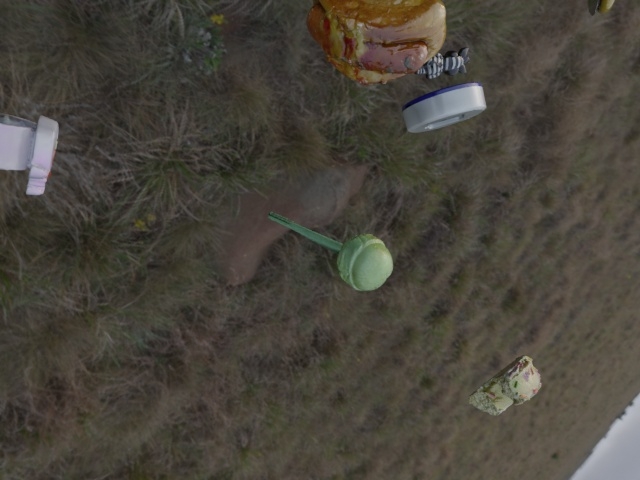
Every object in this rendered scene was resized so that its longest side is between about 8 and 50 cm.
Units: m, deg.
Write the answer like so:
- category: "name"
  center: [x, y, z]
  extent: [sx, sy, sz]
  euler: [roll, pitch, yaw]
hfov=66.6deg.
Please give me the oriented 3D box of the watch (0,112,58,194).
- category: "watch"
  center: [-0.762, -0.221, 1.162]
  extent: [0.232, 0.244, 0.195]
  euler: [7, 104, -30]

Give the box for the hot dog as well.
- category: "hot dog"
  center: [0.083, -0.371, 0.869]
  extent: [0.153, 0.257, 0.150]
  euler: [-62, 164, -8]

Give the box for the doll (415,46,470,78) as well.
- category: "doll"
  center: [0.414, -0.603, 1.664]
  extent: [0.220, 0.067, 0.090]
  euler: [-13, 114, -19]

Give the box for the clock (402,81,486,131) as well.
- category: "clock"
  center: [0.356, -0.380, 1.410]
  extent: [0.231, 0.231, 0.083]
  euler: [-14, 92, -40]

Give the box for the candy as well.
- category: "candy"
  center: [0.000, 0.000, 0.920]
  extent: [0.092, 0.336, 0.093]
  euler: [-44, 132, -19]

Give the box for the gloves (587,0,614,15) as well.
- category: "gloves"
  center: [0.330, -0.221, 0.288]
  extent: [0.116, 0.295, 0.133]
  euler: [-67, 148, -42]

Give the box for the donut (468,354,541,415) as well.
- category: "donut"
  center: [0.358, 0.272, 0.915]
  extent: [0.108, 0.065, 0.166]
  euler: [-26, 155, -25]
